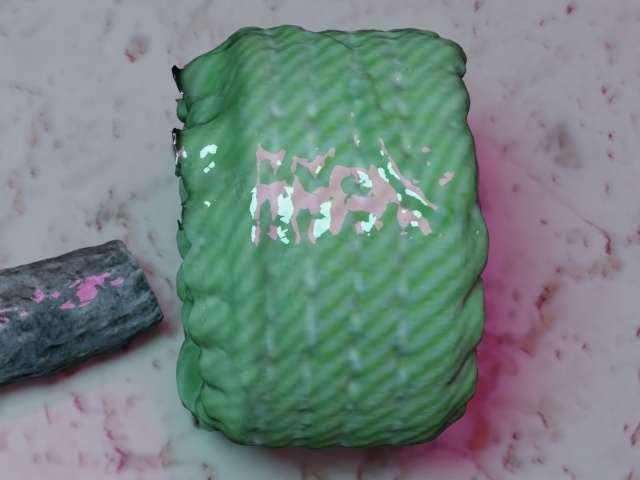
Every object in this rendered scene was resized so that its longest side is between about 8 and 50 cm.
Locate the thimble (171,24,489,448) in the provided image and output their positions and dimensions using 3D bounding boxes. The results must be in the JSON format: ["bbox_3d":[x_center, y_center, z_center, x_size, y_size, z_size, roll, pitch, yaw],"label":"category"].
[{"bbox_3d":[0.000,0.000,0.945,0.150,0.219,0.219,-1,67,-3],"label":"thimble"}]

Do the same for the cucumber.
[{"bbox_3d":[-0.140,0.039,0.987,0.112,0.064,0.064,-15,69,-16],"label":"cucumber"}]
